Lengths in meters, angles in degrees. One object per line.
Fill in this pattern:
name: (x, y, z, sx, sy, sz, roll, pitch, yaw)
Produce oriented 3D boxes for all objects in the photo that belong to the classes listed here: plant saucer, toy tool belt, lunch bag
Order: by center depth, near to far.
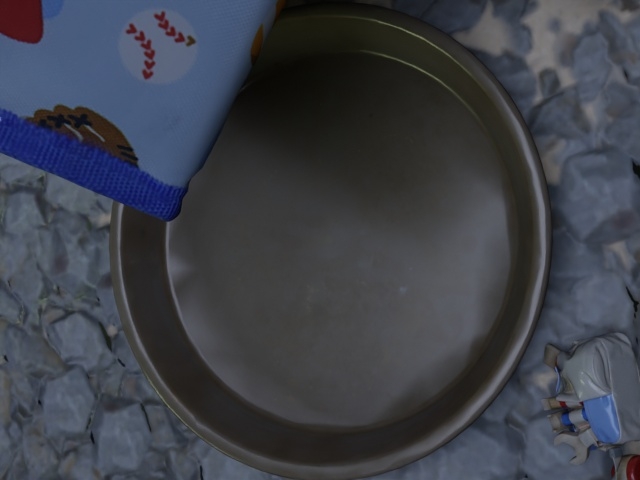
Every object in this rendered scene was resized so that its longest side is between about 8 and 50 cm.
lunch bag: (-0.119, -0.244, 0.497, 0.239, 0.385, 0.327, 25, 105, -21)
toy tool belt: (0.144, 0.092, 0.529, 0.051, 0.052, 0.083, -23, 73, 53)
plant saucer: (0.000, 0.000, 0.594, 0.278, 0.041, 0.277, -1, 86, 23)
